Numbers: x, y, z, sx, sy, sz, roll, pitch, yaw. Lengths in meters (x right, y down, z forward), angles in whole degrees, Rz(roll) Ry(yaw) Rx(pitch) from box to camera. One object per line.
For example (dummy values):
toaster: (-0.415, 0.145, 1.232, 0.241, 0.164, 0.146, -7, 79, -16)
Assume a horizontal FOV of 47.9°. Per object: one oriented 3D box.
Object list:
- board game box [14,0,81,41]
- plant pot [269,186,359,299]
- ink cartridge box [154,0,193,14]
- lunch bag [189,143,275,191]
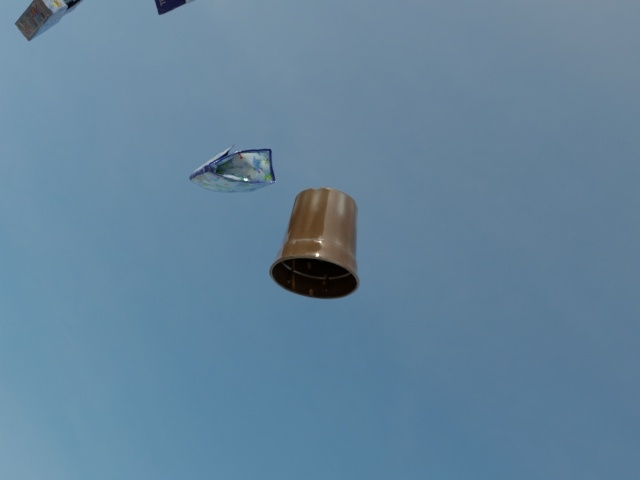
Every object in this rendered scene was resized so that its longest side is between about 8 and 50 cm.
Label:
board game box: (-0.685, -0.612, 1.867, 0.060, 0.194, 0.194, 55, -22, -19)
plant pot: (0.000, 0.000, 1.346, 0.167, 0.167, 0.165, -24, -133, 45)
ink cartridge box: (-0.195, -0.499, 1.132, 0.224, 0.045, 0.223, -21, -100, 11)
lunch bag: (-0.193, -0.150, 1.554, 0.129, 0.151, 0.096, -14, -95, 61)
